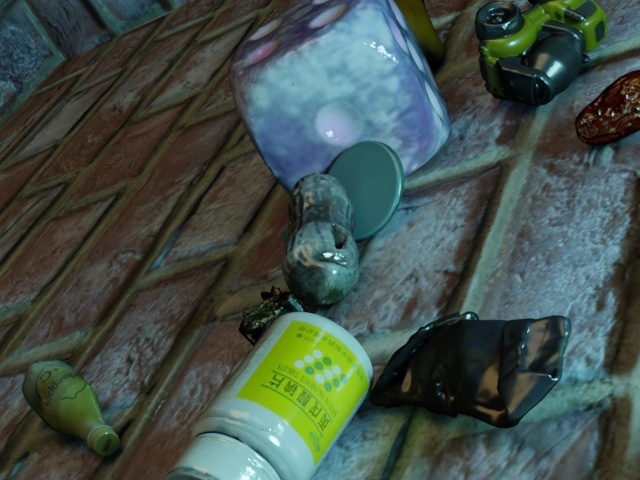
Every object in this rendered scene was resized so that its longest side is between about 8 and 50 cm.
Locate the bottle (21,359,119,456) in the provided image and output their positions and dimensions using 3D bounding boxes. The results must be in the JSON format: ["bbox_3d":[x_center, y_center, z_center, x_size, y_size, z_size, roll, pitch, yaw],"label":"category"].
[{"bbox_3d":[-0.345,0.237,1.897,0.083,0.083,0.269,-40,30,-17],"label":"bottle"}]

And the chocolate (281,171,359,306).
[{"bbox_3d":[0.000,0.000,1.872,0.110,0.110,0.248,-24,33,21],"label":"chocolate"}]

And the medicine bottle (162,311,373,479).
[{"bbox_3d":[-0.057,0.209,1.496,0.143,0.143,0.258,-9,32,44],"label":"medicine bottle"}]

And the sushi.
[{"bbox_3d":[-0.066,0.109,1.832,0.083,0.056,0.084,-45,25,-10],"label":"sushi"}]

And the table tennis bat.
[{"bbox_3d":[0.032,-0.052,1.989,0.237,0.038,0.149,-35,57,32],"label":"table tennis bat"}]

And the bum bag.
[{"bbox_3d":[0.162,0.134,1.448,0.137,0.074,0.310,-54,23,-19],"label":"bum bag"}]

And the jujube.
[{"bbox_3d":[0.394,-0.172,1.779,0.129,0.077,0.077,-31,22,18],"label":"jujube"}]

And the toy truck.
[{"bbox_3d":[0.347,-0.299,2.044,0.224,0.147,0.165,-38,47,-21],"label":"toy truck"}]

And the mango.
[{"bbox_3d":[0.076,-0.336,2.432,0.287,0.153,0.201,-29,14,4],"label":"mango"}]

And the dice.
[{"bbox_3d":[0.030,-0.230,2.114,0.270,0.270,0.271,-26,23,14],"label":"dice"}]
